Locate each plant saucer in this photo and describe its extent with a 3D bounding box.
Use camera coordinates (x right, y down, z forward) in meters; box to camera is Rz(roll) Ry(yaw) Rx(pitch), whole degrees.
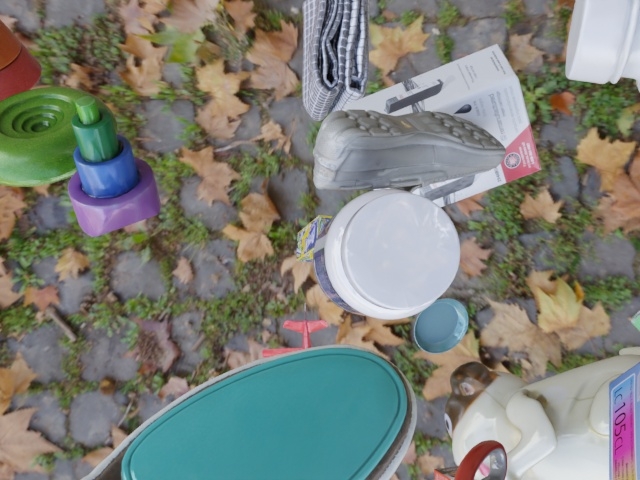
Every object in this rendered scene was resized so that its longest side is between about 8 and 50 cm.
[{"bbox_3d":[0.235,0.166,1.506,0.119,0.021,0.119,-7,111,-18],"label":"plant saucer"}]

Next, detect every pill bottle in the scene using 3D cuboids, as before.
[{"bbox_3d":[0.335,-0.176,0.645,0.229,0.131,0.131,9,101,11],"label":"pill bottle"},{"bbox_3d":[0.074,0.019,0.923,0.153,0.264,0.153,0,87,-5],"label":"pill bottle"}]

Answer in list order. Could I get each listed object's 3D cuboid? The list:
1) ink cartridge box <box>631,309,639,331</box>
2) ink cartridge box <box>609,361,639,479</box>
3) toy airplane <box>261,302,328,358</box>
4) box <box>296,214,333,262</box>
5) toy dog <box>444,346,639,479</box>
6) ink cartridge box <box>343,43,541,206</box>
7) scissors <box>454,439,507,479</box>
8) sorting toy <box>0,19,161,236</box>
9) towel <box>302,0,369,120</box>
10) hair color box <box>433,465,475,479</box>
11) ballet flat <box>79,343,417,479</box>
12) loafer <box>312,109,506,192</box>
[{"bbox_3d":[0.383,0.094,0.478,0.211,0.121,0.289,-22,63,-34],"label":"ink cartridge box"},{"bbox_3d":[0.507,0.216,0.872,0.151,0.270,0.395,22,140,-6],"label":"ink cartridge box"},{"bbox_3d":[-0.020,0.168,1.210,0.151,0.028,0.151,1,123,1],"label":"toy airplane"},{"bbox_3d":[0.000,0.000,1.405,0.054,0.169,0.059,5,78,-13],"label":"box"},{"bbox_3d":[0.412,0.323,1.345,0.407,0.395,0.284,-7,135,34],"label":"toy dog"},{"bbox_3d":[0.198,-0.168,1.250,0.272,0.114,0.197,-20,130,11],"label":"ink cartridge box"},{"bbox_3d":[0.092,0.244,0.607,0.021,0.297,0.109,2,94,34],"label":"scissors"},{"bbox_3d":[-0.260,-0.141,0.644,0.127,0.365,0.126,-32,140,-27],"label":"sorting toy"},{"bbox_3d":[0.027,-0.399,1.531,0.121,0.235,0.284,2,84,-5],"label":"towel"},{"bbox_3d":[0.282,0.487,1.535,0.072,0.141,0.043,-6,82,-7],"label":"hair color box"},{"bbox_3d":[-0.108,0.207,0.489,0.400,0.139,0.139,-32,101,-25],"label":"ballet flat"},{"bbox_3d":[0.129,-0.121,1.094,0.319,0.112,0.111,-1,128,-29],"label":"loafer"}]
